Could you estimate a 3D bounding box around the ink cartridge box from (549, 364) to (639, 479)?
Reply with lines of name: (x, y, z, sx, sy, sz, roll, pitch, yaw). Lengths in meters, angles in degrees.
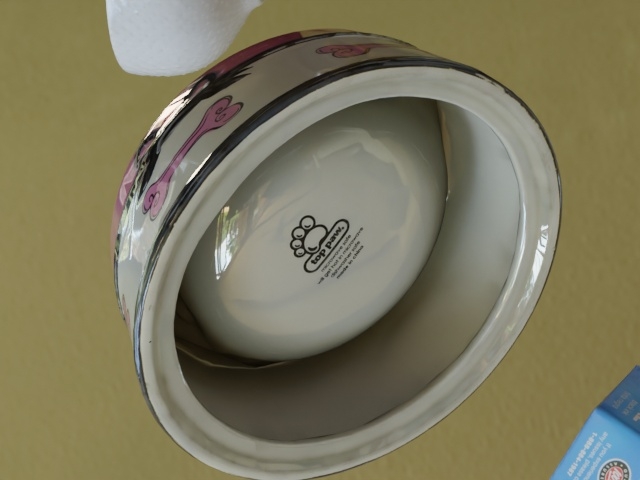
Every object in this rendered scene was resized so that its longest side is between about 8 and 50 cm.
ink cartridge box: (0.227, 0.197, 1.129, 0.203, 0.148, 0.086, 34, -155, 15)

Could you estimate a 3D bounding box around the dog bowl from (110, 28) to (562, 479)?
dog bowl: (0.000, 0.000, 1.621, 0.408, 0.408, 0.150, -27, -139, -15)

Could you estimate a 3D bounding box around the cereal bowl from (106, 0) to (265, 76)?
cereal bowl: (-0.122, -0.338, 2.001, 0.141, 0.339, 0.339, 7, -140, 7)
